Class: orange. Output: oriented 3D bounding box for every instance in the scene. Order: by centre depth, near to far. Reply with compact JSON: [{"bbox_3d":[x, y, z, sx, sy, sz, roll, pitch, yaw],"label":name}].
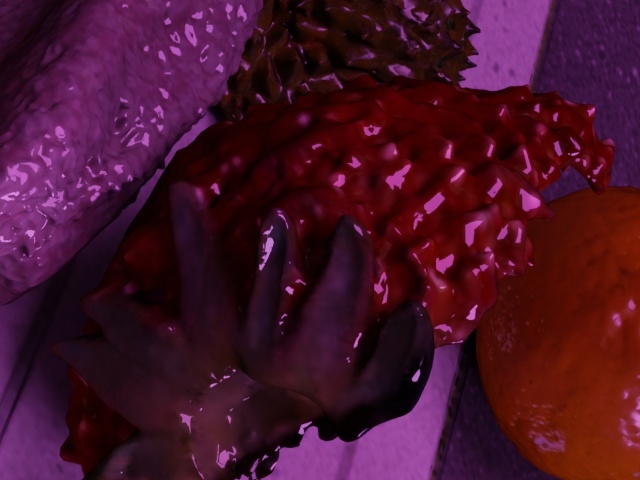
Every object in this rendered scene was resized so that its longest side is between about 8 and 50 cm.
[{"bbox_3d":[0.169,0.055,1.032,0.177,0.155,0.177,32,46,-41],"label":"orange"}]

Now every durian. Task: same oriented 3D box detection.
[{"bbox_3d":[0.016,-0.095,0.938,0.187,0.108,0.119,33,54,-39],"label":"durian"}]

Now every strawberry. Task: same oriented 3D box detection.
[{"bbox_3d":[0.000,0.000,0.820,0.137,0.233,0.306,49,30,-2],"label":"strawberry"}]

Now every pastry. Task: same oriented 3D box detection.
[{"bbox_3d":[-0.098,-0.081,0.807,0.112,0.103,0.265,48,47,-37],"label":"pastry"}]
